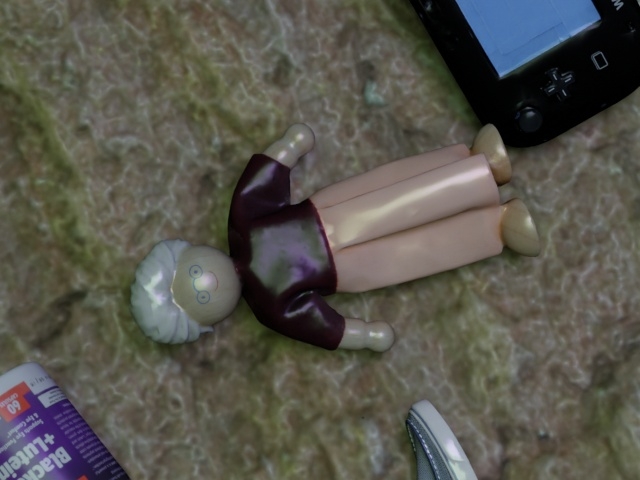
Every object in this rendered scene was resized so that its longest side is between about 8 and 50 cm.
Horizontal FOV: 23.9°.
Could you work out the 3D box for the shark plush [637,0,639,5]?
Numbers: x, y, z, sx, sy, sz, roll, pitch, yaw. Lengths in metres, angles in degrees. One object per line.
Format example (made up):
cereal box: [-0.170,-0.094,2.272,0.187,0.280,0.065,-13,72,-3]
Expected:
shark plush: [0.336,-0.169,1.362,0.161,0.073,0.067,32,101,-17]

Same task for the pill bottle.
pill bottle: [-0.218,0.204,1.240,0.108,0.108,0.193,-39,83,-7]

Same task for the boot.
boot: [0.095,0.233,1.263,0.086,0.069,0.190,-24,84,-8]

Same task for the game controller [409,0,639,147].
game controller: [0.153,-0.240,1.288,0.166,0.067,0.319,-28,105,18]

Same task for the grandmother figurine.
grandmother figurine: [0.000,0.000,1.288,0.342,0.104,0.208,-19,73,-7]
